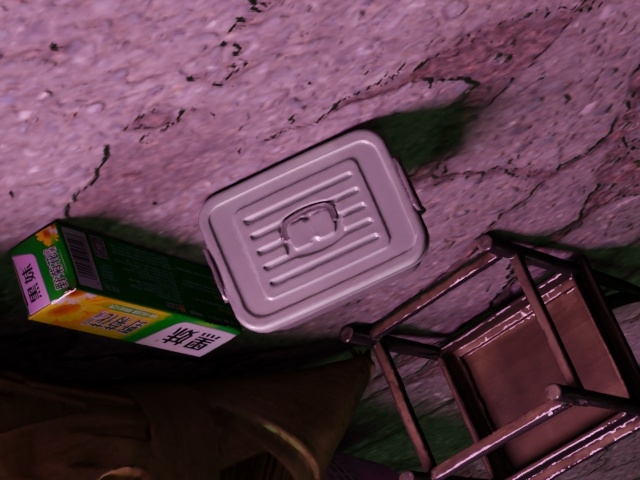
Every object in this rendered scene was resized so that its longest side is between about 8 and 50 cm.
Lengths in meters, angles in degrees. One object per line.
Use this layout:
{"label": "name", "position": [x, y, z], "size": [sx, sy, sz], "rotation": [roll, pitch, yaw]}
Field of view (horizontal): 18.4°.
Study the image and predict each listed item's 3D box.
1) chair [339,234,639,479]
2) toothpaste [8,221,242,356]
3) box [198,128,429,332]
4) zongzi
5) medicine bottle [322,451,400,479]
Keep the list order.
{"label": "chair", "position": [0.154, 0.098, 1.424], "size": [0.154, 0.141, 0.260], "rotation": [-34, 154, 26]}
{"label": "toothpaste", "position": [-0.106, 0.031, 1.112], "size": [0.037, 0.043, 0.178], "rotation": [-31, 158, 19]}
{"label": "box", "position": [0.000, 0.000, 1.106], "size": [0.122, 0.084, 0.069], "rotation": [-24, 166, 3]}
{"label": "zongzi", "position": [-0.156, 0.092, 1.151], "size": [0.467, 0.218, 0.500], "rotation": [-49, 152, -25]}
{"label": "medicine bottle", "position": [-0.028, 0.232, 1.518], "size": [0.152, 0.152, 0.254], "rotation": [-31, 157, 18]}
